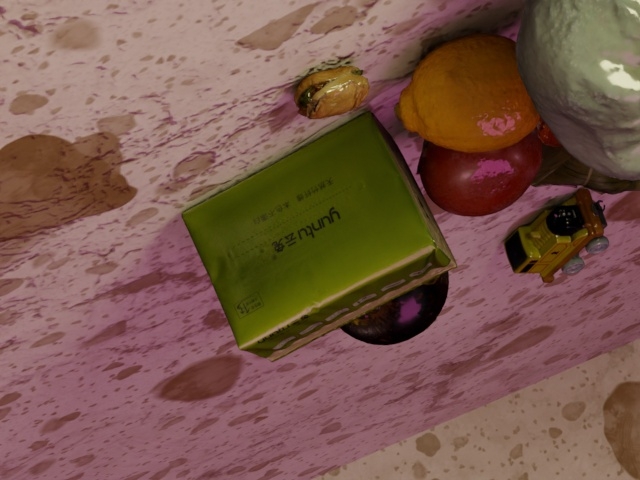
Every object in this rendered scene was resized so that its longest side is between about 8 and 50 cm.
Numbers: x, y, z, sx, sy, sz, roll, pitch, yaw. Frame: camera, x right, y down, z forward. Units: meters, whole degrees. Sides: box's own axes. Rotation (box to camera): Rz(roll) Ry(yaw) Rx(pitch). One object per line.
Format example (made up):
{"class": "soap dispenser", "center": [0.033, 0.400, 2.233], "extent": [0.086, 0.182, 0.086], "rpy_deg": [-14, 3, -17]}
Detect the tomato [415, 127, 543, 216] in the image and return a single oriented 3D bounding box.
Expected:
{"class": "tomato", "center": [0.204, -0.109, 1.990], "extent": [0.167, 0.167, 0.167], "rpy_deg": [-22, 160, -8]}

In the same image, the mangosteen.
{"class": "mangosteen", "center": [0.101, 0.046, 2.259], "extent": [0.192, 0.192, 0.217], "rpy_deg": [-39, 180, 33]}

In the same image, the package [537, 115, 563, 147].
{"class": "package", "center": [0.359, -0.209, 1.874], "extent": [0.108, 0.223, 0.288], "rpy_deg": [3, 179, 31]}

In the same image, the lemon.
{"class": "lemon", "center": [0.177, -0.171, 1.832], "extent": [0.187, 0.142, 0.142], "rpy_deg": [-11, 161, 5]}

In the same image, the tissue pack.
{"class": "tissue pack", "center": [0.000, 0.000, 1.960], "extent": [0.274, 0.200, 0.167], "rpy_deg": [-28, 162, 9]}

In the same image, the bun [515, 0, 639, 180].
{"class": "bun", "center": [0.372, -0.233, 1.658], "extent": [0.354, 0.194, 0.354], "rpy_deg": [-22, 123, -37]}

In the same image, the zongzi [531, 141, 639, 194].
{"class": "zongzi", "center": [0.420, -0.139, 2.191], "extent": [0.204, 0.094, 0.205], "rpy_deg": [14, 144, -15]}

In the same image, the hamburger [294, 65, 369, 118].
{"class": "hamburger", "center": [0.012, -0.168, 1.778], "extent": [0.083, 0.044, 0.076], "rpy_deg": [-18, 157, -27]}

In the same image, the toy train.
{"class": "toy train", "center": [0.393, -0.005, 2.596], "extent": [0.127, 0.089, 0.219], "rpy_deg": [-2, 152, -28]}
